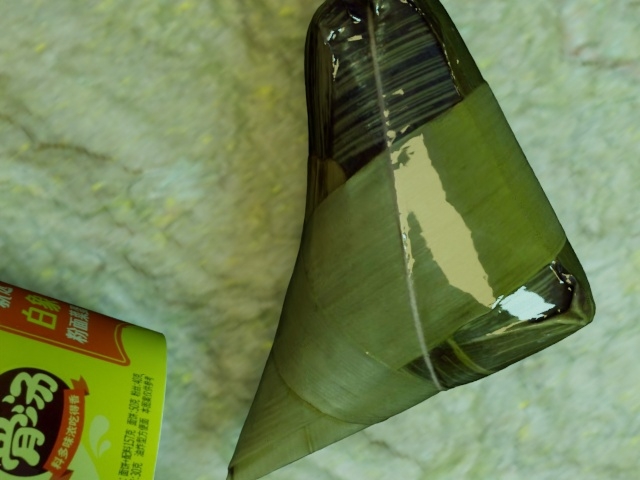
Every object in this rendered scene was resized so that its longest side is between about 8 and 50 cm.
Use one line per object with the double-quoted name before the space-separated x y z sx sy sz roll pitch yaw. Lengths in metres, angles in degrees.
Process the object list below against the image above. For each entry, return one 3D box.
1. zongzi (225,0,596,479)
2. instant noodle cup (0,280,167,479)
"zongzi" 0.000 0.000 0.916 0.317 0.154 0.289 -28 91 9
"instant noodle cup" -0.236 0.154 0.872 0.221 0.311 0.311 11 99 -13
